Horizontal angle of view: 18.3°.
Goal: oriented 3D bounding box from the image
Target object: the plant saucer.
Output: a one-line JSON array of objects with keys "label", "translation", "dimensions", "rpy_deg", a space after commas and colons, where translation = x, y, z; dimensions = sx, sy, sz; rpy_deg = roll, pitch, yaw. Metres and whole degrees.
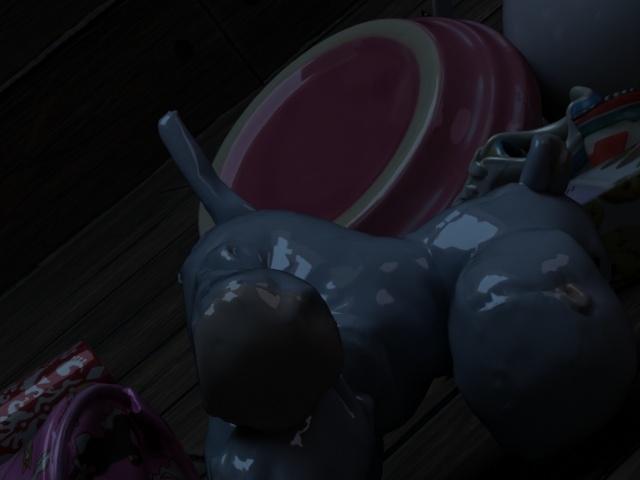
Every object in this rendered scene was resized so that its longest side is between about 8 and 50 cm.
[{"label": "plant saucer", "translation": [0.020, -0.056, 1.591], "dimensions": [0.332, 0.084, 0.332], "rpy_deg": [-31, 36, 26]}]

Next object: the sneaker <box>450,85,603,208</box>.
[{"label": "sneaker", "translation": [0.126, -0.019, 1.394], "dimensions": [0.229, 0.092, 0.087], "rpy_deg": [-35, 12, 20]}]

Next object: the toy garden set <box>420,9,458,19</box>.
[{"label": "toy garden set", "translation": [0.020, -0.124, 1.818], "dimensions": [0.244, 0.049, 0.204], "rpy_deg": [-34, 11, 13]}]

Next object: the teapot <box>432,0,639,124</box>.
[{"label": "teapot", "translation": [0.237, -0.219, 1.638], "dimensions": [0.256, 0.187, 0.252], "rpy_deg": [-39, 10, 0]}]

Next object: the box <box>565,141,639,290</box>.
[{"label": "box", "translation": [0.186, -0.012, 1.236], "dimensions": [0.324, 0.067, 0.063], "rpy_deg": [-29, 13, 35]}]

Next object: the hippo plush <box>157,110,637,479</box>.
[{"label": "hippo plush", "translation": [0.050, 0.072, 1.091], "dimensions": [0.236, 0.234, 0.294], "rpy_deg": [-8, 25, -5]}]

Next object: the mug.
[{"label": "mug", "translation": [-0.267, 0.174, 1.846], "dimensions": [0.169, 0.113, 0.150], "rpy_deg": [-36, 11, -10]}]

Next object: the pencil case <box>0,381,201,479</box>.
[{"label": "pencil case", "translation": [-0.239, 0.236, 1.334], "dimensions": [0.386, 0.160, 0.167], "rpy_deg": [-32, -13, 33]}]

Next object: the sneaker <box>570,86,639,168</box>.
[{"label": "sneaker", "translation": [0.245, -0.068, 1.319], "dimensions": [0.161, 0.075, 0.057], "rpy_deg": [-12, -8, -24]}]
